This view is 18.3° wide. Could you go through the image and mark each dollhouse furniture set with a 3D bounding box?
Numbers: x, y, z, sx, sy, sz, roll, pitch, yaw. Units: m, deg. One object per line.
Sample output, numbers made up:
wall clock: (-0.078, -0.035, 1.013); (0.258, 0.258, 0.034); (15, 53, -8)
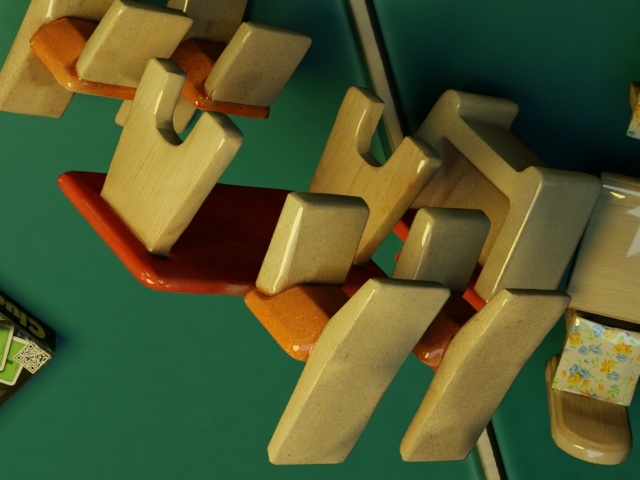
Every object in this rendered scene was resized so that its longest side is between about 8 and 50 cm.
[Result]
dollhouse furniture set: (0.000, 0.000, 0.911); (0.259, 0.262, 0.135); (4, 123, -44)
dollhouse furniture set: (0.246, 0.036, 0.976); (0.242, 0.161, 0.212); (13, 115, -2)

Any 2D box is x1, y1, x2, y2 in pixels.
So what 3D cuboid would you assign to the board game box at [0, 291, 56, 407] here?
board game box: (-0.275, 0.100, 1.041); (0.136, 0.030, 0.259); (41, 106, -21)
